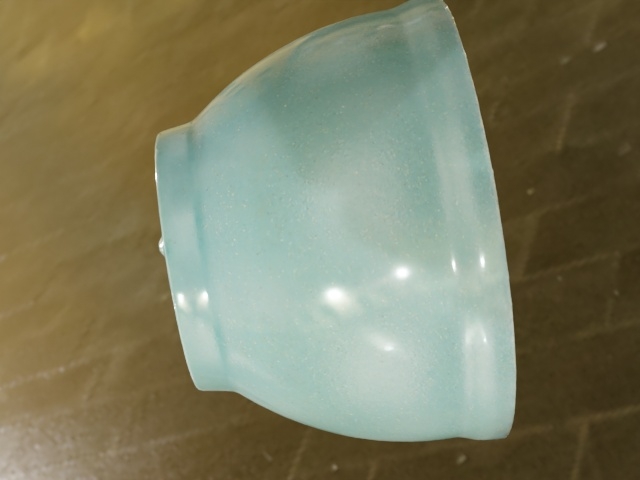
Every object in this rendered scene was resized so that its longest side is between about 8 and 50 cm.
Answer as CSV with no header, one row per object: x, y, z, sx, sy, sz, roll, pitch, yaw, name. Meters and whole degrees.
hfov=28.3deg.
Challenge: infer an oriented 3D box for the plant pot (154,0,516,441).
0.000,0.000,0.836,0.196,0.293,0.293,-9,28,-1,plant pot
